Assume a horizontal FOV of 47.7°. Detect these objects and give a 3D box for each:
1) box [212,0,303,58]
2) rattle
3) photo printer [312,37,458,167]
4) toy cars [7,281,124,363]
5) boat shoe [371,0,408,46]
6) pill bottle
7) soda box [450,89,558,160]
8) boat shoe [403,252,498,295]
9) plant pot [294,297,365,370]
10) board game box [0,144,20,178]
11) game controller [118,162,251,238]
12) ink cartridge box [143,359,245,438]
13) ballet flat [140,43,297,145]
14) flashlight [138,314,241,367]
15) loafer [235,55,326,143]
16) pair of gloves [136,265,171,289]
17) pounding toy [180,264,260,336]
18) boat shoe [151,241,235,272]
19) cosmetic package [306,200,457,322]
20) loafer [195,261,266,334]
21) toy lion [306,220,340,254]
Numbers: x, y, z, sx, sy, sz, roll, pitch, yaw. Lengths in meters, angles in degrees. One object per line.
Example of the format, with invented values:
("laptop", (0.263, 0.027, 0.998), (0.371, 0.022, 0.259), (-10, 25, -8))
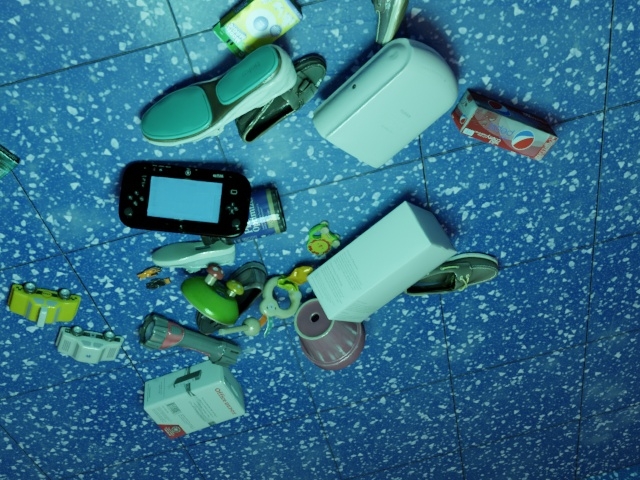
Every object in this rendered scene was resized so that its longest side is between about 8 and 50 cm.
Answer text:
("box", (-0.139, -0.477, 1.583), (0.179, 0.043, 0.105), (-33, 129, 19))
("rattle", (-0.103, 0.175, 2.045), (0.142, 0.200, 0.130), (-8, 116, 38))
("photo printer", (0.167, -0.325, 1.702), (0.307, 0.107, 0.256), (-39, 147, 21))
("toy cars", (-0.727, 0.256, 2.073), (0.176, 0.087, 0.394), (-24, 132, 10))
("boat shoe", (0.147, -0.548, 1.551), (0.092, 0.103, 0.285), (20, 144, 7))
("pill bottle", (-0.206, -0.056, 1.885), (0.219, 0.123, 0.123), (-14, 132, 0))
("soda box", (0.468, -0.291, 1.842), (0.263, 0.092, 0.083), (15, 125, -23))
("boat shoe", (0.389, 0.109, 2.176), (0.324, 0.097, 0.117), (-2, 131, -10))
("plant pot", (0.014, 0.263, 2.135), (0.201, 0.201, 0.180), (-25, 147, 10))
("board game box", (-0.821, -0.205, 1.687), (0.126, 0.026, 0.186), (-33, 130, 17))
("game controller", (-0.333, -0.099, 1.786), (0.319, 0.067, 0.167), (6, 91, -3))
("ink cartridge box", (-0.406, 0.512, 2.350), (0.272, 0.114, 0.197), (-19, 131, 6))
("ballet flat", (-0.224, -0.309, 1.655), (0.400, 0.139, 0.139), (-24, 132, 21))
("flashlight", (-0.397, 0.314, 2.194), (0.304, 0.103, 0.103), (27, 92, -35))
("loafer", (-0.087, -0.322, 1.702), (0.267, 0.084, 0.096), (-36, 129, 19))
("pair of gloves", (-0.471, 0.106, 2.048), (0.074, 0.010, 0.083), (-20, 135, 4))
("pounding toy", (-0.259, 0.148, 1.959), (0.110, 0.237, 0.183), (-54, 151, 9))
("boat shoe", (-0.343, 0.052, 1.981), (0.227, 0.079, 0.081), (-9, 128, -9))
("cosmetic package", (0.172, 0.069, 2.016), (0.365, 0.155, 0.197), (-39, 154, 19))
("loafer", (-0.265, 0.186, 2.104), (0.109, 0.095, 0.302), (28, 120, -31))
("toy lion", (0.000, 0.000, 2.044), (0.096, 0.034, 0.100), (-24, 132, 20))
